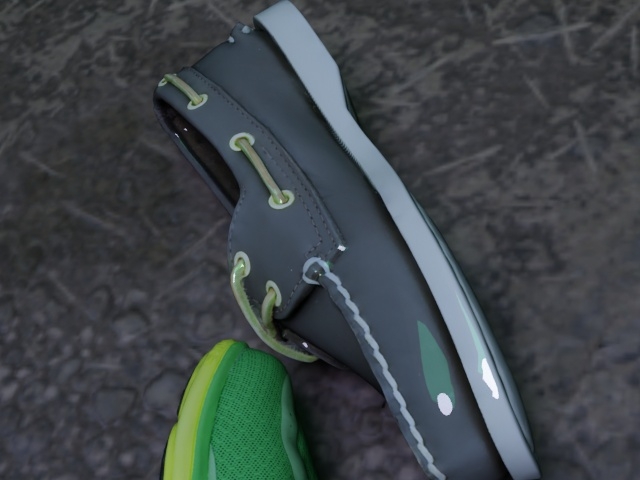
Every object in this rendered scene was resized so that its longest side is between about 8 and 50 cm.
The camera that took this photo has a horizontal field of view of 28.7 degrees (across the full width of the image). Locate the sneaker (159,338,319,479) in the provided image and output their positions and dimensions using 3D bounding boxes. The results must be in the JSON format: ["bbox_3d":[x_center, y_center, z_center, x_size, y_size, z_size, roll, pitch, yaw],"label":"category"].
[{"bbox_3d":[0.012,0.167,0.457,0.123,0.109,0.296,-12,53,-11],"label":"sneaker"}]

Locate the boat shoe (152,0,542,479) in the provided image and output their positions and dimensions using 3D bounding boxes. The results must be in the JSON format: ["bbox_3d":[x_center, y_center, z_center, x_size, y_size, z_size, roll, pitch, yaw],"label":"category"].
[{"bbox_3d":[0.001,0.003,0.567,0.091,0.109,0.305,-27,45,-2],"label":"boat shoe"}]
